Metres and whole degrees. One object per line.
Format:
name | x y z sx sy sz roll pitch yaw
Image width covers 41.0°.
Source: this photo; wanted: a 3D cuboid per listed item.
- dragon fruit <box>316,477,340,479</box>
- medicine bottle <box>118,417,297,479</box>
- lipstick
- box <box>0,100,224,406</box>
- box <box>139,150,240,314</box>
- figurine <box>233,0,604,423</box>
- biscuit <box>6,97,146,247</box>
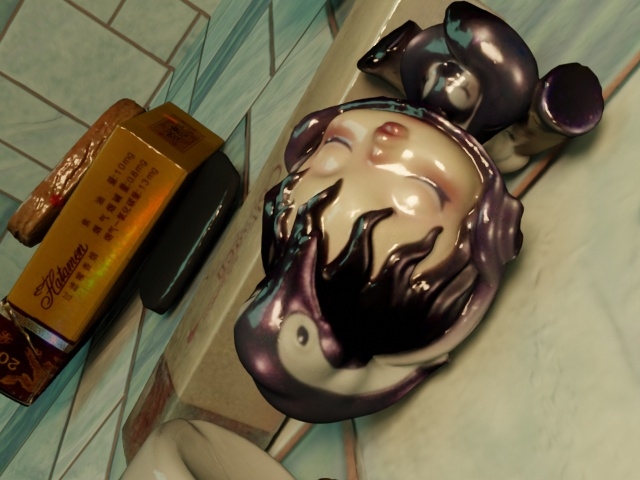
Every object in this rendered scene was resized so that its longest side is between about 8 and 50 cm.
dragon fruit | -0.041 0.208 0.348 0.246 0.125 0.125 -68 28 24
medicine bottle | -0.136 0.266 0.465 0.352 0.110 0.110 -56 19 7
lipstick | -0.013 0.001 0.566 0.371 0.080 0.076 -61 23 9
box | -0.314 0.012 1.222 0.415 0.116 0.264 -53 7 16
box | -0.161 -0.014 1.069 0.201 0.042 0.212 -57 19 4
figurine | 0.035 -0.008 0.455 0.222 0.145 0.145 -52 17 -13
biscuit | -0.355 -0.089 1.292 0.277 0.052 0.262 -53 6 -19
